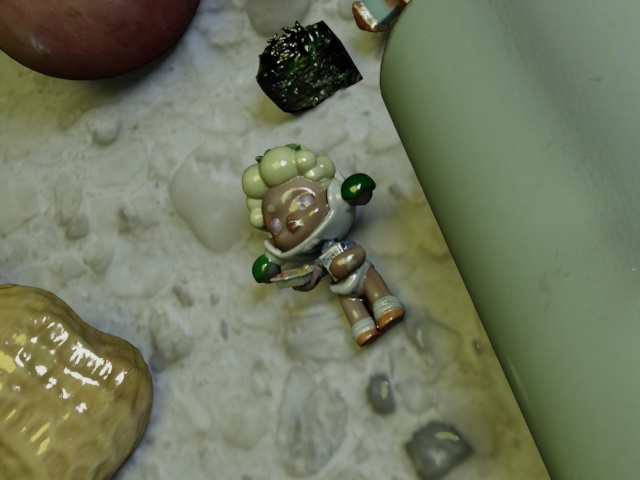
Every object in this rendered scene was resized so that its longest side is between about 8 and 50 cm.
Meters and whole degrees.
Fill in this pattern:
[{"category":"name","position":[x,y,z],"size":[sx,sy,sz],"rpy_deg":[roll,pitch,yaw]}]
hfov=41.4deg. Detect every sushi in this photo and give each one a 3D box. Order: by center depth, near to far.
[{"category":"sushi","position":[-0.019,-0.171,0.823],"size":[0.083,0.084,0.056],"rpy_deg":[-34,62,15]}]

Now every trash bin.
[{"category":"trash bin","position":[0.227,0.014,0.537],"size":[0.280,0.280,0.432],"rpy_deg":[-31,60,15]}]

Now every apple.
[{"category":"apple","position":[-0.265,-0.322,0.906],"size":[0.305,0.235,0.306],"rpy_deg":[-9,70,24]}]

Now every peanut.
[{"category":"peanut","position":[-0.282,0.145,0.804],"size":[0.233,0.110,0.197],"rpy_deg":[41,82,-11]}]

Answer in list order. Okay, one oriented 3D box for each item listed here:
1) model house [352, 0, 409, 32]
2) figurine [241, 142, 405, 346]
[{"category":"model house","position":[0.105,-0.235,0.781],"size":[0.148,0.119,0.148],"rpy_deg":[-40,82,37]},{"category":"figurine","position":[-0.001,-0.001,0.755],"size":[0.147,0.093,0.197],"rpy_deg":[-41,61,22]}]
